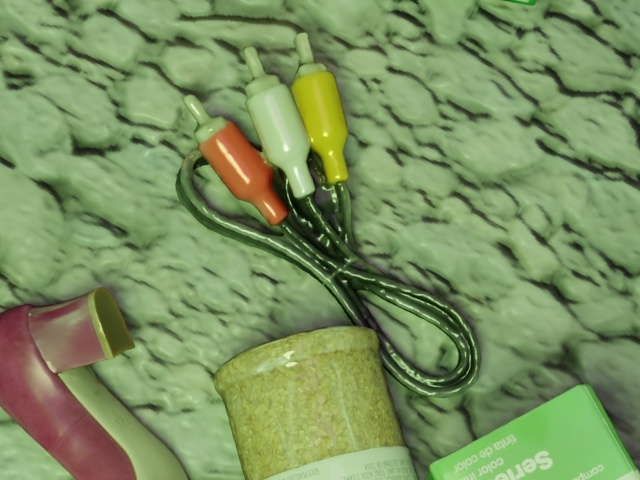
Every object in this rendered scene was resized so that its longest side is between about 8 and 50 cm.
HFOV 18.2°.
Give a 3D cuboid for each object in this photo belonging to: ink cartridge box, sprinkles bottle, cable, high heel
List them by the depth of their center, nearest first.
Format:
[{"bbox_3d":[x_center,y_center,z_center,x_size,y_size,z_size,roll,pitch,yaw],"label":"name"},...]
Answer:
[{"bbox_3d":[0.181,0.248,1.278,0.117,0.201,0.278,-28,79,-3],"label":"ink cartridge box"},{"bbox_3d":[0.029,0.238,1.327,0.121,0.121,0.355,-13,76,-10],"label":"sprinkles bottle"},{"bbox_3d":[-0.164,0.159,1.367,0.117,0.082,0.244,-19,93,20],"label":"high heel"},{"bbox_3d":[0.000,0.000,1.417,0.139,0.072,0.287,-30,81,-8],"label":"cable"}]

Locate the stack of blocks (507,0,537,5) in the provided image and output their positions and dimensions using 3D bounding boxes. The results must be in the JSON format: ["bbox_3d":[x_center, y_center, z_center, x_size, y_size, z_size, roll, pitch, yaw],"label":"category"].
[{"bbox_3d":[0.025,-0.248,1.433,0.297,0.171,0.087,9,75,-6],"label":"stack of blocks"}]
